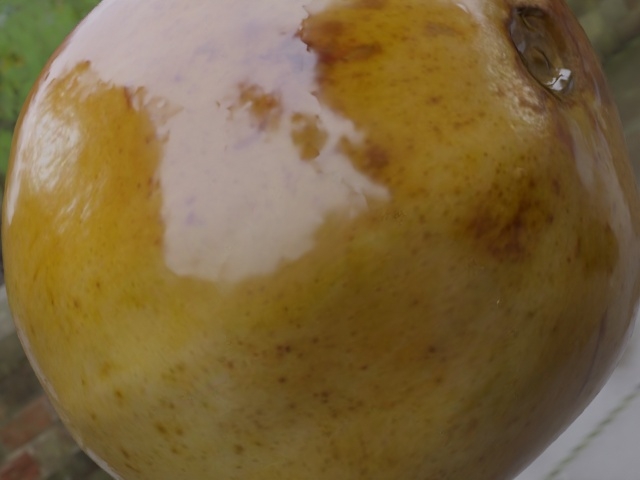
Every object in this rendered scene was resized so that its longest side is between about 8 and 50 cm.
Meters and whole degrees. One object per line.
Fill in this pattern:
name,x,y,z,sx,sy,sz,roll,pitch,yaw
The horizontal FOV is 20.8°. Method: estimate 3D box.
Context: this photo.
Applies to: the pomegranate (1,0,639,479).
pomegranate,0.000,0.000,0.689,0.264,0.264,0.264,-27,14,7
